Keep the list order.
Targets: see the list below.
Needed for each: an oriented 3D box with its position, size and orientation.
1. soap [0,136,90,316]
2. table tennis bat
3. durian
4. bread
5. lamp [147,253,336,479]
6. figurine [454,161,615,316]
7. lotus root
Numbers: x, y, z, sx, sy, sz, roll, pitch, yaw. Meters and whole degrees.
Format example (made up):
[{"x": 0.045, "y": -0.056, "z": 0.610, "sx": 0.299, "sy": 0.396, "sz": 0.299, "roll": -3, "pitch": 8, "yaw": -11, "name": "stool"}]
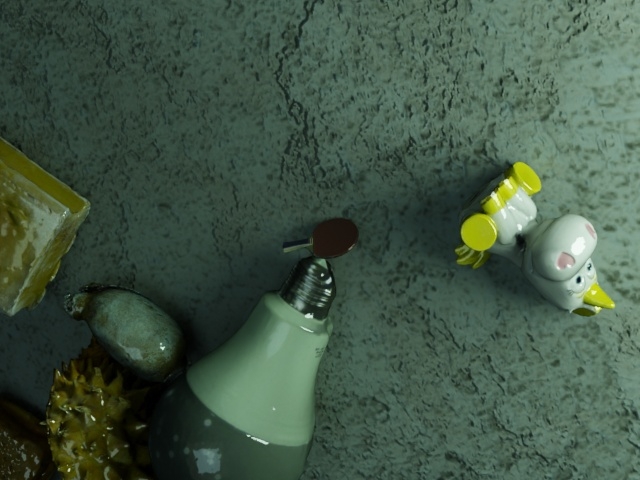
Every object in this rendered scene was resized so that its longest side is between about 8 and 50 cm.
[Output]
[{"x": -0.413, "y": -0.046, "z": 1.869, "sx": 0.257, "sy": 0.080, "sz": 0.160, "roll": 34, "pitch": 107, "yaw": 11, "name": "soap"}, {"x": 0.000, "y": 0.000, "z": 1.691, "sx": 0.083, "sy": 0.050, "sz": 0.007, "roll": -10, "pitch": 142, "yaw": 14, "name": "table tennis bat"}, {"x": -0.201, "y": 0.272, "z": 1.848, "sx": 0.112, "sy": 0.191, "sz": 0.341, "roll": -23, "pitch": 97, "yaw": 19, "name": "durian"}, {"x": -0.427, "y": 0.321, "z": 2.048, "sx": 0.139, "sy": 0.077, "sz": 0.271, "roll": 36, "pitch": 122, "yaw": 16, "name": "bread"}, {"x": -0.063, "y": 0.162, "z": 1.760, "sx": 0.182, "sy": 0.182, "sz": 0.314, "roll": 32, "pitch": 89, "yaw": 14, "name": "lamp"}, {"x": 0.216, "y": 0.009, "z": 1.565, "sx": 0.178, "sy": 0.109, "sz": 0.129, "roll": 30, "pitch": 148, "yaw": 15, "name": "figurine"}, {"x": -0.219, "y": 0.101, "z": 1.834, "sx": 0.165, "sy": 0.088, "sz": 0.088, "roll": 36, "pitch": 123, "yaw": 12, "name": "lotus root"}]
